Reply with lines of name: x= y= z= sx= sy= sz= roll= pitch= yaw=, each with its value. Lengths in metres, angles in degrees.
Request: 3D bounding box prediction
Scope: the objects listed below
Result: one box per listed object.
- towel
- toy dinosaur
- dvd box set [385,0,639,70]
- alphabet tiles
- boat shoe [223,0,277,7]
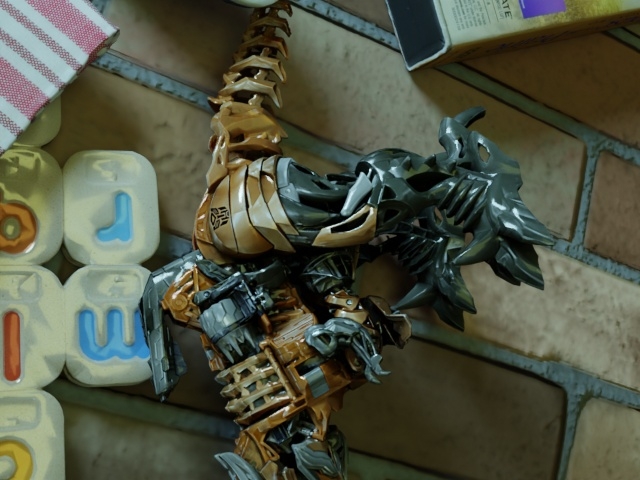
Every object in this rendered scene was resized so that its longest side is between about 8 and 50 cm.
towel: x=-0.224 y=-0.095 z=0.470 sx=0.144 sy=0.029 sz=0.197 roll=41 pitch=65 yaw=-11
toy dinosaur: x=0.000 y=0.000 z=0.523 sx=0.219 sy=0.164 sz=0.321 roll=-5 pitch=97 yaw=-12
dvd box set: x=0.209 y=-0.324 z=0.715 sx=0.421 sy=0.062 sz=0.307 roll=-18 pitch=90 yaw=-27
alphabet tiles: x=-0.227 y=0.015 z=0.473 sx=0.284 sy=0.021 sz=0.277 roll=0 pitch=80 yaw=-26
boat shoe: x=-0.124 y=-0.229 z=0.528 sx=0.255 sy=0.079 sz=0.095 roll=35 pitch=70 yaw=-15
